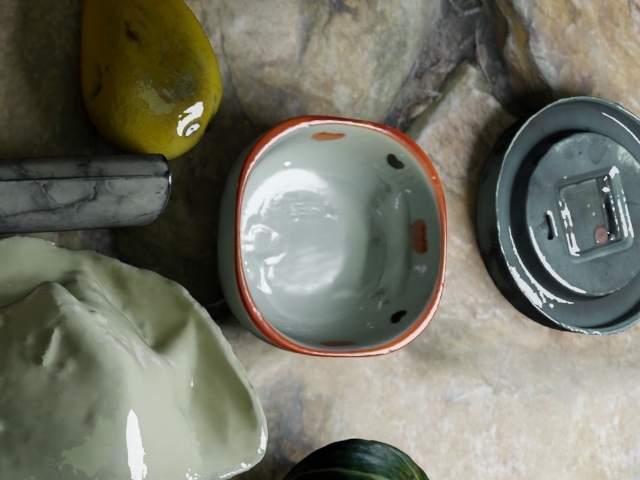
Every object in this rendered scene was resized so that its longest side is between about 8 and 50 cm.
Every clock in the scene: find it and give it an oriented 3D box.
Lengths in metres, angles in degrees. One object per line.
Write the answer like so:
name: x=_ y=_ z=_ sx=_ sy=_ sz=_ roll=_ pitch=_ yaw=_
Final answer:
clock: x=0.304 y=-0.027 z=1.394 sx=0.280 sy=0.055 sz=0.281 roll=2 pitch=85 yaw=-26

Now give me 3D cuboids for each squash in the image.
squash: x=0.041 y=0.304 z=1.163 sx=0.172 sy=0.218 sz=0.218 roll=-23 pitch=98 yaw=12

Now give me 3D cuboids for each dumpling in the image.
dumpling: x=-0.262 y=0.138 z=1.051 sx=0.394 sy=0.233 sz=0.316 roll=-14 pitch=59 yaw=-22

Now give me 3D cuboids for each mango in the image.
mango: x=-0.170 y=-0.172 z=1.151 sx=0.137 sy=0.098 sz=0.195 roll=-23 pitch=91 yaw=-22

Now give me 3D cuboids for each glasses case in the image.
glasses case: x=-0.290 y=-0.039 z=1.064 sx=0.299 sy=0.114 sz=0.060 roll=-4 pitch=74 yaw=-24

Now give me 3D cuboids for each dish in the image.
dish: x=0.000 y=0.000 z=1.207 sx=0.256 sy=0.117 sz=0.256 roll=2 pitch=85 yaw=-27
